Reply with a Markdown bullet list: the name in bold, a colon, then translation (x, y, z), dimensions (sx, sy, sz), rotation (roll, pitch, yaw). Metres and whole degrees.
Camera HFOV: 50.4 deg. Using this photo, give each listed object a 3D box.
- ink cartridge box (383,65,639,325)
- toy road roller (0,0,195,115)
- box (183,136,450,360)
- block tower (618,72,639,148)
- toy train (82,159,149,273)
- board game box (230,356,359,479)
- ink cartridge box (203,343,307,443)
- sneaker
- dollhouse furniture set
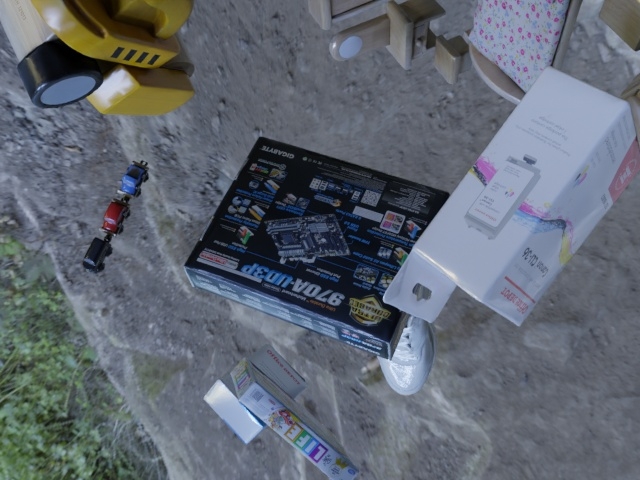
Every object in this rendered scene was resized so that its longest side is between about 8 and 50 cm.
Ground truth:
- **ink cartridge box**: translation (0.143, -0.009, 0.496), dimensions (0.067, 0.115, 0.198), rotation (40, 97, 33)
- **toy road roller**: translation (-0.256, -0.309, 0.906), dimensions (0.241, 0.329, 0.202), rotation (-26, 87, 23)
- **box**: translation (0.000, 0.000, 0.689), dimensions (0.220, 0.051, 0.175), rotation (18, 64, 15)
- **block tower**: translation (0.405, -0.184, 0.679), dimensions (0.097, 0.091, 0.335), rotation (51, 53, -5)
- **toy train**: translation (-0.260, -0.032, 0.863), dimensions (0.027, 0.036, 0.158), rotation (23, 83, 8)
- **board game box**: translation (-0.031, 0.200, 0.756), dimensions (0.154, 0.103, 0.026), rotation (44, 85, -12)
- **ink cartridge box**: translation (-0.088, 0.212, 0.954), dimensions (0.088, 0.122, 0.052), rotation (45, 123, 10)
- **sneaker**: translation (0.109, 0.109, 0.951), dimensions (0.099, 0.121, 0.262), rotation (2, 109, 17)
- **dollhouse furniture set**: translation (0.136, -0.206, 0.717), dimensions (0.174, 0.303, 0.355), rotation (-25, 59, -10)
